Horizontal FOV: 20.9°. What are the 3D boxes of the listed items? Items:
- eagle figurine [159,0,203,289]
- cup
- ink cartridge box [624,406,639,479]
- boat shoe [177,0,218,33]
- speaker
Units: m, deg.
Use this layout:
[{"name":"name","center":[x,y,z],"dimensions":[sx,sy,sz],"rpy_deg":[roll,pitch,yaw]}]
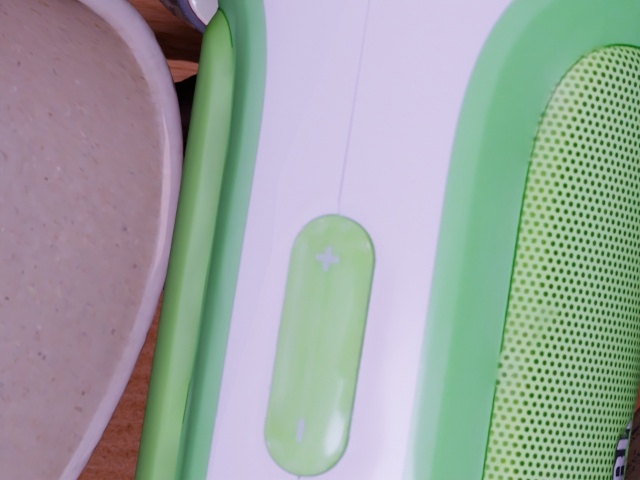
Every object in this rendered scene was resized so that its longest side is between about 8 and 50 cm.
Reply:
[{"name":"eagle figurine","center":[0.010,-0.005,0.814],"dimensions":[0.225,0.226,0.298],"rpy_deg":[-16,177,-12]},{"name":"cup","center":[-0.239,0.010,0.545],"dimensions":[0.237,0.331,0.331],"rpy_deg":[32,-171,22]},{"name":"ink cartridge box","center":[0.183,0.022,0.429],"dimensions":[0.088,0.235,0.193],"rpy_deg":[44,176,-4]},{"name":"boat shoe","center":[0.008,-0.080,0.595],"dimensions":[0.137,0.049,0.043],"rpy_deg":[0,-177,-34]},{"name":"speaker","center":[0.016,0.047,0.426],"dimensions":[0.131,0.297,0.131],"rpy_deg":[9,177,0]}]
